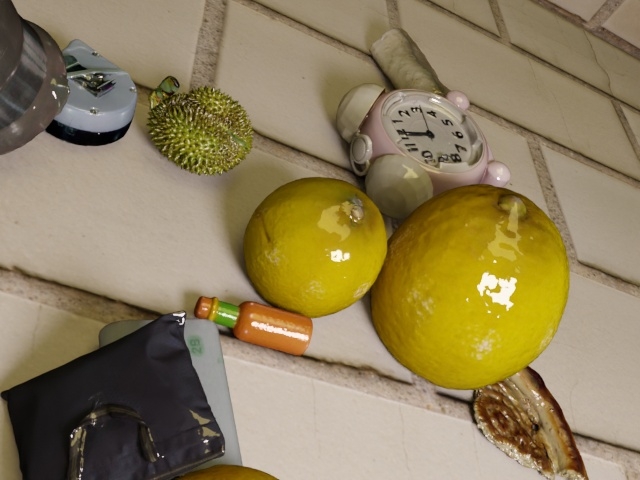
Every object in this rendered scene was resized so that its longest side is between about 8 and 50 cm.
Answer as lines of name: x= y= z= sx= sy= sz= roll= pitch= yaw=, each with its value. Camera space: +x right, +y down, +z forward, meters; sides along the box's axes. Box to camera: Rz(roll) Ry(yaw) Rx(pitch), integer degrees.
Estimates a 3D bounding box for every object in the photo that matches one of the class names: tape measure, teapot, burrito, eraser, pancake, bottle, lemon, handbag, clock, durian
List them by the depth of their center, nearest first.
handbag: x=-0.252 y=0.217 z=0.818 sx=0.254 sy=0.088 sz=0.211 roll=-24 pitch=54 yaw=-3
teapot: x=-0.562 y=-0.285 z=0.928 sx=0.376 sy=0.362 sz=0.305 roll=8 pitch=74 yaw=11
eraser: x=-0.206 y=0.221 z=0.934 sx=0.174 sy=0.081 sz=0.227 roll=4 pitch=53 yaw=-29
bottle: x=-0.108 y=0.129 z=1.094 sx=0.187 sy=0.069 sz=0.069 roll=19 pitch=45 yaw=-19
lemon: x=0.000 y=0.000 z=1.173 sx=0.240 sy=0.219 sz=0.240 roll=21 pitch=47 yaw=-24
tape measure: x=-0.410 y=-0.251 z=1.194 sx=0.181 sy=0.107 sz=0.182 roll=29 pitch=39 yaw=-1
lemon: x=0.274 y=0.063 z=1.220 sx=0.364 sy=0.364 sz=0.364 roll=19 pitch=45 yaw=-20
durian: x=-0.220 y=-0.192 z=1.251 sx=0.198 sy=0.146 sz=0.159 roll=4 pitch=68 yaw=-26
pancake: x=0.394 y=0.322 z=1.283 sx=0.257 sy=0.056 sz=0.212 roll=35 pitch=41 yaw=-4
clock: x=0.215 y=-0.201 z=1.539 sx=0.326 sy=0.184 sz=0.342 roll=-1 pitch=49 yaw=-31
burrito: x=0.255 y=-0.425 z=1.816 sx=0.143 sy=0.105 sz=0.299 roll=-4 pitch=55 yaw=-42

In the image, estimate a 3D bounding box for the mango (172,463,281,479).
mango: x=-0.140 y=0.410 z=0.732 sx=0.253 sy=0.182 sz=0.365 roll=35 pitch=46 yaw=9
